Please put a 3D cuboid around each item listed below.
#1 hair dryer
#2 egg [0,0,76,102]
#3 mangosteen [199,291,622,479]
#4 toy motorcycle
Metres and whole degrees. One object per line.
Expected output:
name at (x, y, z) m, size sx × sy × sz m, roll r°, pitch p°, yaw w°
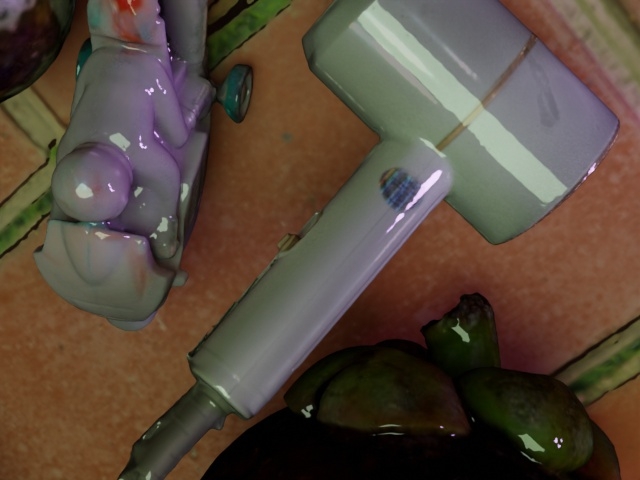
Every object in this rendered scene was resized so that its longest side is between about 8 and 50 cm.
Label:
hair dryer at (0.000, 0.000, 0.593) m, size 0.173 × 0.107 × 0.357 m, roll 42°, pitch 74°, yaw -4°
egg at (-0.245, -0.180, 0.623) m, size 0.169 × 0.169 × 0.231 m, roll -42°, pitch 83°, yaw 19°
mangosteen at (0.046, 0.202, 0.655) m, size 0.300 × 0.300 × 0.301 m, roll 3°, pitch 109°, yaw 9°
toy motorcycle at (-0.114, -0.053, 0.642) m, size 0.110 × 0.171 × 0.260 m, roll 10°, pitch 112°, yaw 4°
